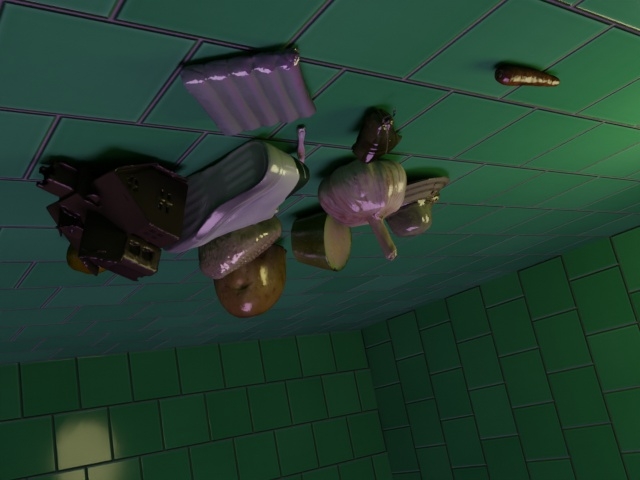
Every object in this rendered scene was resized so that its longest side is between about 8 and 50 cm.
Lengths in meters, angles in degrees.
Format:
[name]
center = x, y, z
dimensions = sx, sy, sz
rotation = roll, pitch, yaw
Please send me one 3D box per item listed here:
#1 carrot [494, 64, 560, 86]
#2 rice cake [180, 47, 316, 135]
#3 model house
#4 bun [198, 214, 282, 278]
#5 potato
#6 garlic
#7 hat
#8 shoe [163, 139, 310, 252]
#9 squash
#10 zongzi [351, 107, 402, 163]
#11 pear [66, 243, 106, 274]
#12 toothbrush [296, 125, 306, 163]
[carrot]
center = 0.371, -0.289, 1.161
dimensions = 0.165, 0.036, 0.035
rotation = -5, 163, -32
[rice cake]
center = -0.103, -0.229, 1.027
dimensions = 0.189, 0.037, 0.198
rotation = -11, 164, -1
[model house]
center = -0.404, -0.050, 1.201
dimensions = 0.211, 0.204, 0.243
rotation = -21, 145, 31
[bun]
center = -0.203, -0.006, 1.561
dimensions = 0.220, 0.134, 0.220
rotation = -36, 179, -1
[potato]
center = -0.200, 0.110, 1.841
dimensions = 0.242, 0.243, 0.285
rotation = -10, 167, -6
[garlic]
center = 0.106, -0.057, 1.440
dimensions = 0.199, 0.226, 0.199
rotation = -16, 167, -4
[hat]
center = 0.222, -0.065, 1.635
dimensions = 0.252, 0.110, 0.252
rotation = -18, 171, -3
[shoe]
center = -0.177, -0.078, 1.344
dimensions = 0.363, 0.132, 0.160
rotation = -31, 155, 33
[squash]
center = 0.000, 0.000, 1.700
dimensions = 0.122, 0.170, 0.170
rotation = -4, 168, 20
[zongzi]
center = 0.133, -0.222, 1.236
dimensions = 0.130, 0.062, 0.154
rotation = -26, 157, -31
[pear]
center = -0.521, 0.025, 1.515
dimensions = 0.131, 0.107, 0.107
rotation = -25, 162, 12
[toothbrush]
center = -0.037, -0.175, 1.296
dimensions = 0.017, 0.022, 0.204
rotation = -19, 165, -8
